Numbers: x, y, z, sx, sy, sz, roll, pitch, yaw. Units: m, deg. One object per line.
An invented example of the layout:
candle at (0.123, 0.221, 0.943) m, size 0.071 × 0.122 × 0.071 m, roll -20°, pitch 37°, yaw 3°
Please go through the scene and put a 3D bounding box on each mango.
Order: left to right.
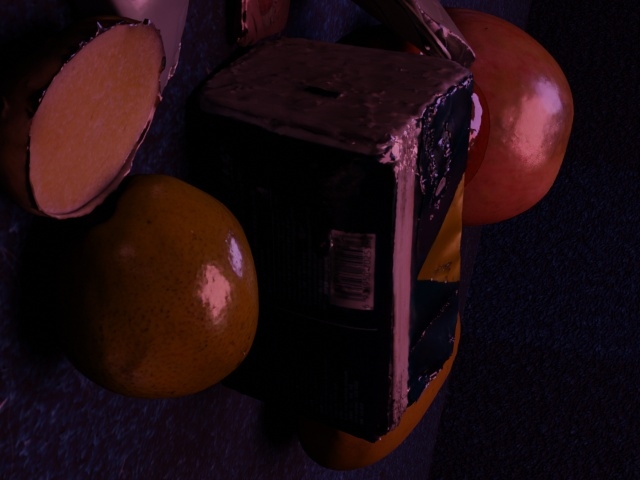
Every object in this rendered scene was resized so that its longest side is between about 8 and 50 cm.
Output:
mango at (0.089, 0.203, 1.758) m, size 0.301 × 0.220 × 0.445 m, roll -57°, pitch -179°, yaw 25°

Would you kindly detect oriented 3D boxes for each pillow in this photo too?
pillow at (-0.065, -0.350, 1.287) m, size 0.135 × 0.049 × 0.248 m, roll -51°, pitch 150°, yaw -60°

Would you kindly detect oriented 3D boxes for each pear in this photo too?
pear at (-0.146, 0.040, 0.976) m, size 0.198 × 0.198 × 0.198 m, roll 8°, pitch 90°, yaw -74°

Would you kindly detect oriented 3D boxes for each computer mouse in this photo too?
computer mouse at (-0.155, -0.207, 1.001) m, size 0.231 × 0.079 × 0.128 m, roll 75°, pitch 30°, yaw -62°

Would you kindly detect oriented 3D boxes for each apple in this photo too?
apple at (0.238, -0.202, 1.840) m, size 0.364 × 0.363 × 0.364 m, roll 8°, pitch 90°, yaw -74°

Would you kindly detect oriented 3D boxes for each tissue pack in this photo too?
tissue pack at (0.019, -0.003, 1.336) m, size 0.253 × 0.264 × 0.417 m, roll -45°, pitch 142°, yaw -49°

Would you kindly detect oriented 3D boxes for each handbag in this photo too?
handbag at (0.098, -0.324, 1.383) m, size 0.109 × 0.315 × 0.241 m, roll -44°, pitch 130°, yaw 6°

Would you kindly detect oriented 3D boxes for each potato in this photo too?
potato at (-0.202, -0.108, 0.876) m, size 0.200 × 0.081 × 0.164 m, roll -54°, pitch 158°, yaw -54°

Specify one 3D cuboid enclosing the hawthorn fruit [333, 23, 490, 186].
hawthorn fruit at (0.091, -0.144, 1.581) m, size 0.298 × 0.276 × 0.277 m, roll 80°, pitch 22°, yaw -71°
